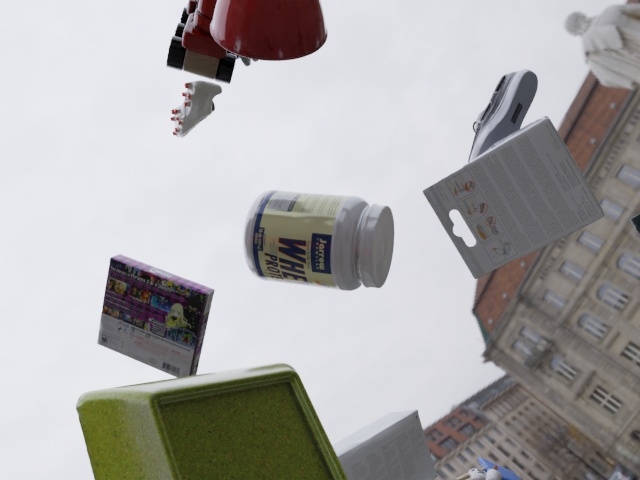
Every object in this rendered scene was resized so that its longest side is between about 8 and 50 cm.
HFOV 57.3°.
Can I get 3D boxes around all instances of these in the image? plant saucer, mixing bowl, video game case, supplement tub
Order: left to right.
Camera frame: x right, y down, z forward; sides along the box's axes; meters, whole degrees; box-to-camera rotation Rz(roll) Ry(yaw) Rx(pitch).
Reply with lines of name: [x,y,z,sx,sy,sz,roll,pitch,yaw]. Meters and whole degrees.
video game case: [-0.350,0.162,1.231,0.042,0.232,0.210,-37,-36,-68]
plant saucer: [-0.051,0.166,0.412,0.188,0.188,0.045,2,-42,-44]
mixing bowl: [-0.075,-0.356,0.866,0.181,0.181,0.098,-31,-32,-29]
supplement tub: [0.000,0.000,1.442,0.235,0.325,0.235,6,-90,-69]

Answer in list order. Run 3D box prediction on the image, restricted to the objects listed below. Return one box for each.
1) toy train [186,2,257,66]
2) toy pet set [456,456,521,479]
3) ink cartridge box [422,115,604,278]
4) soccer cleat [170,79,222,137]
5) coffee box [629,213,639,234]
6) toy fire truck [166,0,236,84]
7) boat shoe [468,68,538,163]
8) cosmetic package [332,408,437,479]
toy train: [-0.227,-0.505,1.397,0.334,0.142,0.190,-72,-36,-65]
toy pet set: [0.184,0.271,0.575,0.065,0.122,0.114,-23,0,-1]
ink cartridge box: [0.322,-0.070,0.993,0.232,0.189,0.066,-30,4,23]
soccer cleat: [-0.266,-0.272,1.244,0.076,0.068,0.196,-5,-15,-29]
coffee box: [0.651,-0.007,1.078,0.184,0.113,0.040,-8,-24,-41]
toy fire truck: [-0.204,-0.440,1.039,0.159,0.217,0.246,14,-51,-13]
boat shoe: [0.336,-0.230,1.133,0.080,0.076,0.228,29,-96,-37]
cosmetic package: [0.055,0.304,0.758,0.060,0.098,0.239,-20,-8,41]
